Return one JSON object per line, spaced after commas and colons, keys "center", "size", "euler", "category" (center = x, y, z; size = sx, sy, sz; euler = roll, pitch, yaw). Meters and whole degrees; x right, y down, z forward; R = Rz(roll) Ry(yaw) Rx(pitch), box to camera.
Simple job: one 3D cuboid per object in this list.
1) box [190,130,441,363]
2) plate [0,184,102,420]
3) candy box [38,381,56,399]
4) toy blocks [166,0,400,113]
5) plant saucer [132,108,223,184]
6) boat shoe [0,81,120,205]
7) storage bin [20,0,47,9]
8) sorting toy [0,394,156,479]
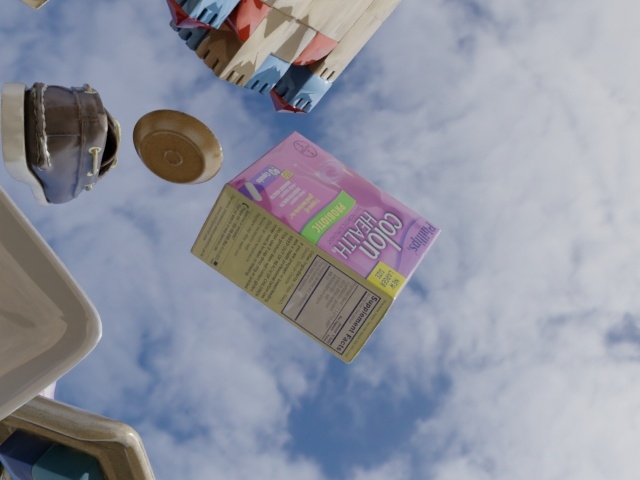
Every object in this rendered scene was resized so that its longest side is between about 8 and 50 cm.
{"center": [0.000, 0.000, 1.227], "size": [0.243, 0.213, 0.117], "euler": [35, -58, 5], "category": "box"}
{"center": [-0.278, 0.022, 0.429], "size": [0.278, 0.045, 0.277], "euler": [-38, -101, -7], "category": "plate"}
{"center": [-0.350, 0.102, 0.916], "size": [0.196, 0.070, 0.164], "euler": [17, -68, 6], "category": "candy box"}
{"center": [-0.045, -0.279, 1.053], "size": [0.261, 0.381, 0.190], "euler": [-49, -116, 17], "category": "toy blocks"}
{"center": [-0.128, -0.077, 0.847], "size": [0.084, 0.015, 0.083], "euler": [9, -45, 9], "category": "plant saucer"}
{"center": [-0.263, -0.101, 1.024], "size": [0.097, 0.324, 0.116], "euler": [-2, -94, -8], "category": "boat shoe"}
{"center": [-0.405, -0.512, 1.420], "size": [0.260, 0.123, 0.262], "euler": [-48, -139, 14], "category": "storage bin"}
{"center": [-0.220, 0.156, 0.615], "size": [0.307, 0.041, 0.229], "euler": [11, -46, 27], "category": "sorting toy"}
